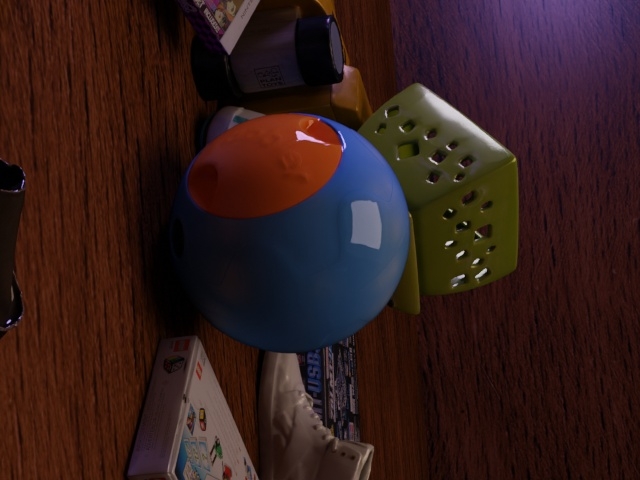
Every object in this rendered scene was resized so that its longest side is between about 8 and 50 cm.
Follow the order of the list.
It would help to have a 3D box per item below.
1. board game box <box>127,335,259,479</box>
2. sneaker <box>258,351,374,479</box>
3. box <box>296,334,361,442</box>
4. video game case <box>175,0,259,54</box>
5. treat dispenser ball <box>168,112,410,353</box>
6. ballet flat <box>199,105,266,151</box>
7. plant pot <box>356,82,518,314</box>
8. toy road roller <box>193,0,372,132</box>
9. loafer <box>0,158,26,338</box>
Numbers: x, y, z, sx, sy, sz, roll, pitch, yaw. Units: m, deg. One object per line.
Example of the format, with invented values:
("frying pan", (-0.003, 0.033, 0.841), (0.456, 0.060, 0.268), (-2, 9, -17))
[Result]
("board game box", (-0.136, 0.285, 1.309), (0.193, 0.053, 0.305), (-83, 162, -48))
("sneaker", (-0.002, 0.290, 1.661), (0.108, 0.169, 0.292), (50, 35, -66))
("box", (0.008, 0.251, 1.950), (0.293, 0.073, 0.295), (37, 49, -73))
("video game case", (-0.123, -0.379, 1.377), (0.210, 0.042, 0.232), (-64, 151, -18))
("treat dispenser ball", (-0.037, -0.009, 1.343), (0.288, 0.288, 0.288), (-6, 90, -78))
("ballet flat", (-0.058, -0.031, 1.616), (0.400, 0.139, 0.139), (70, 18, -48))
("plant pot", (0.128, -0.046, 1.569), (0.228, 0.207, 0.227), (43, -26, 39))
("toy road roller", (-0.040, -0.254, 1.638), (0.329, 0.202, 0.240), (68, 21, -51))
("loafer", (-0.257, -0.023, 0.829), (0.080, 0.078, 0.220), (-68, 150, -65))
